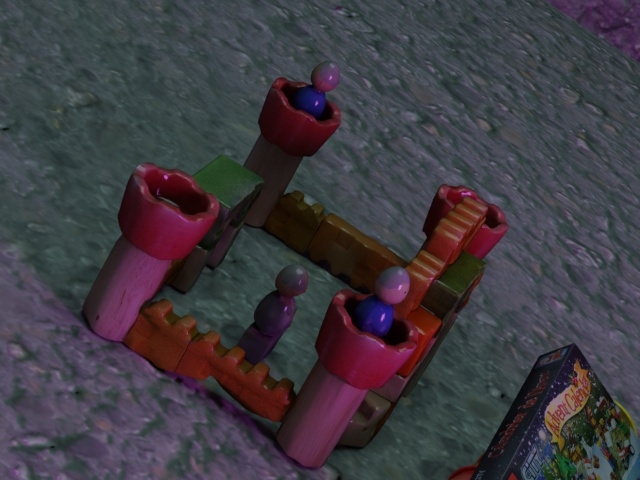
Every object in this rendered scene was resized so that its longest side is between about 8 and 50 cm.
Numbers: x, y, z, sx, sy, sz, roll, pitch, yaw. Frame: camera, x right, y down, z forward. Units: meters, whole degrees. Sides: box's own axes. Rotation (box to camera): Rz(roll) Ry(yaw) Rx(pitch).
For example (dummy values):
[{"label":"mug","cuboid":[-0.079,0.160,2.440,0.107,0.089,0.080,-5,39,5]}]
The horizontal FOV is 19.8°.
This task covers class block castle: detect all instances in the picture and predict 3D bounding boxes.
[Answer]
[{"label":"block castle","cuboid":[0.000,0.000,1.782,0.303,0.213,0.453,33,24,7]}]

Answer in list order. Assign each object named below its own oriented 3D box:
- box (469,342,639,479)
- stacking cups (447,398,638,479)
[{"label":"box","cuboid":[0.219,0.222,1.644,0.159,0.044,0.233,56,38,-14]},{"label":"stacking cups","cuboid":[0.189,0.217,1.723,0.096,0.096,0.316,41,27,24]}]
